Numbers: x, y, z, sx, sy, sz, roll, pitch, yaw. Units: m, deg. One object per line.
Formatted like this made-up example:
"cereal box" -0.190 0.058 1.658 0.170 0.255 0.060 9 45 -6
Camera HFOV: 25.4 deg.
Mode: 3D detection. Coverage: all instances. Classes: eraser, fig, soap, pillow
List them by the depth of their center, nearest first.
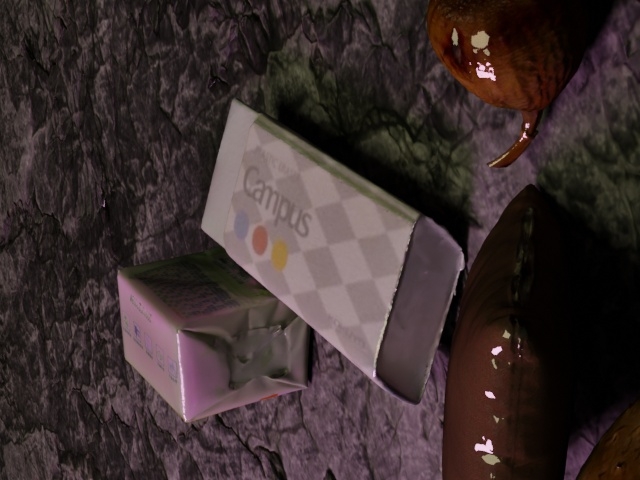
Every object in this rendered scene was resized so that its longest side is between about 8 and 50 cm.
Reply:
"fig" 0.172 -0.143 1.216 0.146 0.133 0.201 -95 -13 -59
"pillow" 0.161 0.142 1.217 0.308 0.108 0.305 -66 -21 -65
"eraser" 0.000 0.000 1.566 0.397 0.082 0.213 37 117 51
"soap" -0.134 0.110 1.766 0.199 0.182 0.138 36 131 52

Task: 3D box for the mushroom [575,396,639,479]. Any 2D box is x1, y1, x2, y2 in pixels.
"mushroom" 0.285 0.261 1.050 0.345 0.239 0.345 -19 64 44
